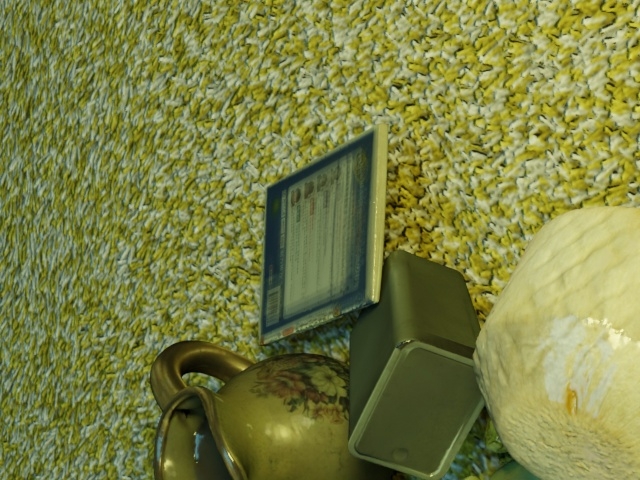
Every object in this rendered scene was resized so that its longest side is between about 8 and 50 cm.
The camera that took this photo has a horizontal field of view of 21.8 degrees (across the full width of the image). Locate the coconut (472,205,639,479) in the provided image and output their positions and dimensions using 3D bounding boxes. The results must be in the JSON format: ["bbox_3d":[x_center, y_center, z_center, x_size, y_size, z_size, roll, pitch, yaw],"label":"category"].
[{"bbox_3d":[0.321,0.111,1.681,0.329,0.329,0.329,-1,89,47],"label":"coconut"}]

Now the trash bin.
[{"bbox_3d":[0.108,0.139,1.930,0.240,0.122,0.164,-95,27,-65],"label":"trash bin"}]

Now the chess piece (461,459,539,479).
[{"bbox_3d":[0.167,0.335,1.815,0.176,0.298,0.176,3,94,46],"label":"chess piece"}]

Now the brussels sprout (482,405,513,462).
[{"bbox_3d":[0.242,0.171,1.864,0.181,0.100,0.139,-71,-2,-45],"label":"brussels sprout"}]

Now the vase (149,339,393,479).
[{"bbox_3d":[-0.093,0.237,2.085,0.329,0.302,0.241,46,122,38],"label":"vase"}]

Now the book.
[{"bbox_3d":[0.000,0.000,2.104,0.322,0.018,0.228,-23,60,60],"label":"book"}]
